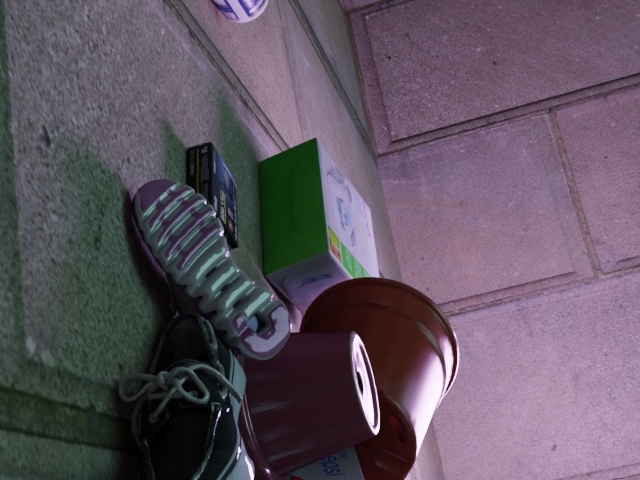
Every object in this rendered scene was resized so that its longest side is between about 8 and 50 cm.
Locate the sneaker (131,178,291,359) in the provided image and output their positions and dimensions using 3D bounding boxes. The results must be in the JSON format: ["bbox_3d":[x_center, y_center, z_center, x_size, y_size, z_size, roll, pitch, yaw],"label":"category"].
[{"bbox_3d":[-0.140,0.043,1.047,0.095,0.104,0.236,-42,100,-38],"label":"sneaker"}]

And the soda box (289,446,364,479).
[{"bbox_3d":[0.011,0.349,1.173,0.286,0.098,0.091,-117,-155,-82],"label":"soda box"}]

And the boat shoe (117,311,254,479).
[{"bbox_3d":[-0.126,0.159,0.879,0.306,0.113,0.105,-86,152,-67],"label":"boat shoe"}]

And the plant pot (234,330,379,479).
[{"bbox_3d":[-0.030,0.194,1.140,0.201,0.180,0.202,-14,90,-80],"label":"plant pot"}]

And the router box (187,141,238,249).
[{"bbox_3d":[-0.146,-0.058,1.259,0.092,0.038,0.123,61,18,-52],"label":"router box"}]

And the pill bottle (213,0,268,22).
[{"bbox_3d":[-0.156,-0.449,1.579,0.169,0.094,0.094,46,31,-70],"label":"pill bottle"}]

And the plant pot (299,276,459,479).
[{"bbox_3d":[0.066,0.234,1.430,0.265,0.272,0.273,-60,135,-64],"label":"plant pot"}]

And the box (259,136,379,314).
[{"bbox_3d":[0.000,0.000,1.635,0.231,0.126,0.262,49,26,-44],"label":"box"}]
